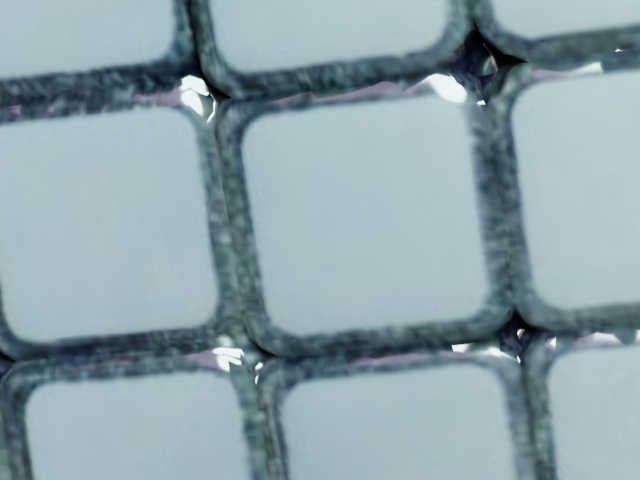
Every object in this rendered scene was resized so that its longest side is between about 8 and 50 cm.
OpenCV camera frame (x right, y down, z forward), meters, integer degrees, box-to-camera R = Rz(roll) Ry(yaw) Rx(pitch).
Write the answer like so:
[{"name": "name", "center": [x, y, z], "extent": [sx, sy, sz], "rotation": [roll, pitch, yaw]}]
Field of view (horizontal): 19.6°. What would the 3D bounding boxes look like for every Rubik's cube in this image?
[{"name": "Rubik's cube", "center": [0.000, 0.000, 0.702], "extent": [0.337, 0.344, 0.343], "rotation": [-7, 100, 8]}]
